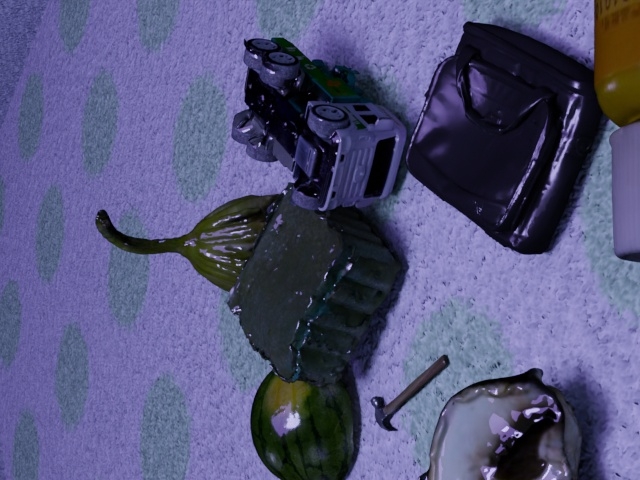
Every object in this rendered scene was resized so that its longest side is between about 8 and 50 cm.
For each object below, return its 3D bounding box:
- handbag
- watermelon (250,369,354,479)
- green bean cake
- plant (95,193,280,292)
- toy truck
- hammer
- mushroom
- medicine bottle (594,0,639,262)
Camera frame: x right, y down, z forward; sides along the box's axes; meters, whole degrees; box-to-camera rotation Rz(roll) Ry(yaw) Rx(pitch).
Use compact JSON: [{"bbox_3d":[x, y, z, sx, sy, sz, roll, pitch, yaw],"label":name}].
[{"bbox_3d":[0.224,-0.137,1.403,0.275,0.088,0.244,47,122,53],"label":"handbag"},{"bbox_3d":[-0.040,0.294,1.742,0.204,0.127,0.232,5,95,56],"label":"watermelon"},{"bbox_3d":[-0.015,0.067,1.688,0.241,0.132,0.255,44,112,51],"label":"green bean cake"},{"bbox_3d":[-0.218,-0.018,1.908,0.251,0.334,0.180,120,158,-56],"label":"plant"},{"bbox_3d":[-0.010,-0.192,1.704,0.363,0.178,0.176,54,140,48],"label":"toy truck"},{"bbox_3d":[0.128,0.214,1.575,0.182,0.017,0.062,-49,46,44],"label":"hammer"},{"bbox_3d":[0.231,0.327,1.293,0.248,0.130,0.344,-15,74,41],"label":"mushroom"},{"bbox_3d":[0.364,-0.174,1.025,0.224,0.224,0.384,-7,79,59],"label":"medicine bottle"}]
